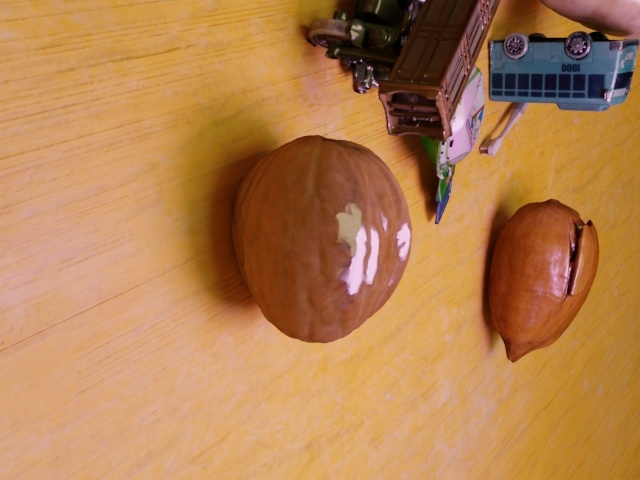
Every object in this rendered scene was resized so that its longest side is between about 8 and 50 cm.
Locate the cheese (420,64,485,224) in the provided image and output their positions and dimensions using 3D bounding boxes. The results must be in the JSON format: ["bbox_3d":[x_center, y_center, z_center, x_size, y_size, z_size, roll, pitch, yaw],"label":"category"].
[{"bbox_3d":[0.216,-0.169,1.386,0.320,0.083,0.204,87,22,-43],"label":"cheese"}]

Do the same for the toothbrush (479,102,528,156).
[{"bbox_3d":[0.402,-0.268,1.712,0.342,0.030,0.025,-50,133,-38],"label":"toothbrush"}]

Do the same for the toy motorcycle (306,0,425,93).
[{"bbox_3d":[0.105,-0.309,1.207,0.275,0.127,0.205,18,83,-58],"label":"toy motorcycle"}]

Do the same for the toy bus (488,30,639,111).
[{"bbox_3d":[0.457,-0.321,1.589,0.128,0.256,0.147,-20,114,-51],"label":"toy bus"}]

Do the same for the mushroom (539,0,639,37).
[{"bbox_3d":[0.547,-0.540,1.583,0.325,0.353,0.353,-39,129,-19],"label":"mushroom"}]

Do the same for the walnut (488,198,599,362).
[{"bbox_3d":[0.433,0.084,1.676,0.209,0.209,0.336,10,99,-55],"label":"walnut"}]

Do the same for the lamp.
[{"bbox_3d":[0.175,-0.282,1.132,0.325,0.089,0.090,-64,151,-29],"label":"lamp"}]

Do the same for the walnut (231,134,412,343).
[{"bbox_3d":[0.000,0.000,1.036,0.225,0.225,0.261,-25,120,-51],"label":"walnut"}]
